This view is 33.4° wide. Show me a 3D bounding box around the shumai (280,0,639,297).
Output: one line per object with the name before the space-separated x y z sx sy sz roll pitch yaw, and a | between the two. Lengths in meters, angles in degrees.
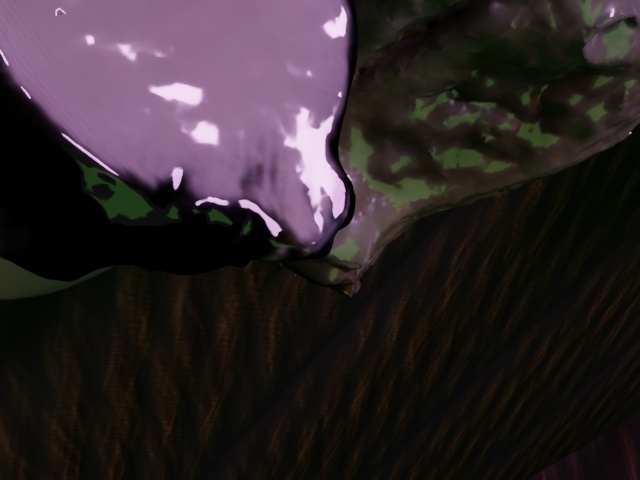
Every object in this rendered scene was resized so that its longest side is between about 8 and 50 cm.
shumai | 0.066 -0.081 0.582 0.225 0.222 0.260 28 158 -19

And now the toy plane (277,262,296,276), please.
toy plane | -0.002 -0.002 0.930 0.083 0.033 0.080 -20 151 -34

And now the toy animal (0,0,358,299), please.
toy animal | -0.121 -0.080 0.495 0.212 0.213 0.266 -5 180 -41
